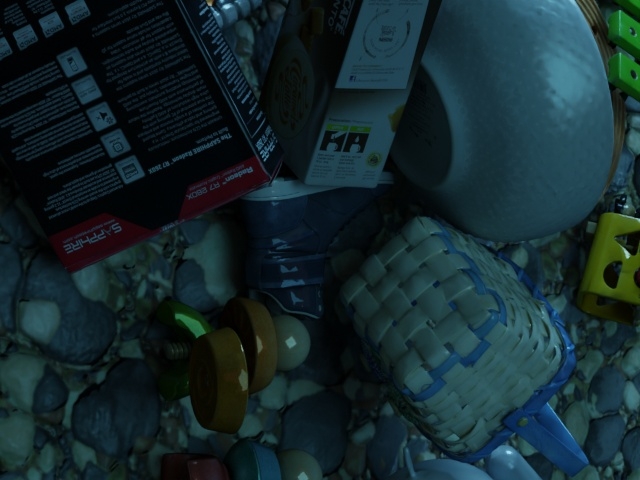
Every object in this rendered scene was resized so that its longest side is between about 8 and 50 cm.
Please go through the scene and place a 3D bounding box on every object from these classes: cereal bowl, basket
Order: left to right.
[{"bbox_3d":[0.155,-0.149,1.551,0.141,0.339,0.339,-20,98,-23],"label":"cereal bowl"},{"bbox_3d":[0.166,0.119,1.572,0.201,0.255,0.289,-46,132,12],"label":"basket"}]

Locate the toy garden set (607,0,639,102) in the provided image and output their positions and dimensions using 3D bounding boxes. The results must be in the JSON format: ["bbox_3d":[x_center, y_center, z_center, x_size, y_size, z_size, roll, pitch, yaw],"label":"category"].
[{"bbox_3d":[0.448,-0.263,1.925,0.204,0.049,0.244,27,55,-32],"label":"toy garden set"}]

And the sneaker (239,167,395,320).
[{"bbox_3d":[-0.002,0.000,1.568,0.226,0.086,0.163,-11,101,-45],"label":"sneaker"}]

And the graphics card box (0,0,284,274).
[{"bbox_3d":[-0.218,-0.181,1.329,0.371,0.233,0.094,62,17,-15],"label":"graphics card box"}]

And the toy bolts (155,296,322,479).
[{"bbox_3d":[-0.062,0.176,1.429,0.158,0.218,0.228,-1,94,-24],"label":"toy bolts"}]

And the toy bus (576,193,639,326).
[{"bbox_3d":[0.392,0.006,1.848,0.202,0.104,0.191,-49,151,-62],"label":"toy bus"}]

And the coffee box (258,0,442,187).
[{"bbox_3d":[0.027,-0.195,1.487,0.098,0.141,0.246,1,121,-32],"label":"coffee box"}]

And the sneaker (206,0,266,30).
[{"bbox_3d":[-0.137,-0.304,1.483,0.321,0.124,0.180,-44,107,-43],"label":"sneaker"}]

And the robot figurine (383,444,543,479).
[{"bbox_3d":[0.167,0.376,1.581,0.353,0.200,0.300,44,62,-25],"label":"robot figurine"}]

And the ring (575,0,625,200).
[{"bbox_3d":[0.280,-0.192,1.804,0.336,0.032,0.336,6,81,-45],"label":"ring"}]
